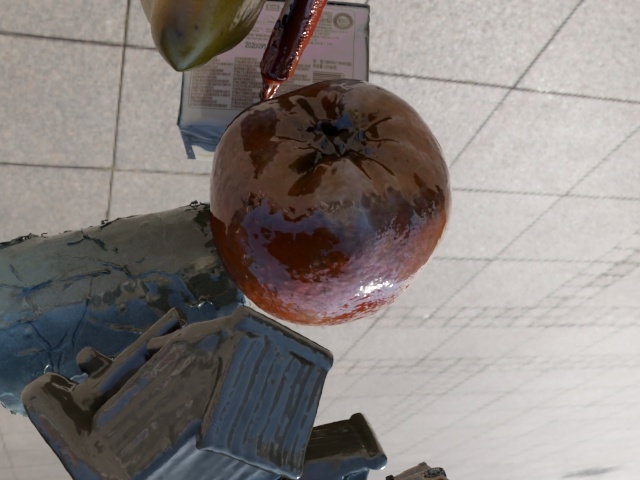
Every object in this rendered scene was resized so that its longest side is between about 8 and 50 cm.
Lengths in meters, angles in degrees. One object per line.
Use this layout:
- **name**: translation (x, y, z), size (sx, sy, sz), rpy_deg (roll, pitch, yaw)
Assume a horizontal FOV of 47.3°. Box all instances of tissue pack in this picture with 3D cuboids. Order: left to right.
- **tissue pack**: translation (-0.054, -0.198, 0.908), size (0.225, 0.185, 0.124), rpy_deg (3, 164, -2)

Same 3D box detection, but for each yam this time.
- **yam**: translation (-0.255, 0.081, 0.918), size (0.348, 0.241, 0.241), rpy_deg (-14, 154, 1)

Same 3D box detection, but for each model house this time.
- **model house**: translation (-0.062, 0.134, 0.504), size (0.188, 0.122, 0.229), rpy_deg (-37, 124, 15)

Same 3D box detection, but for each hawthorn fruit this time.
- **hawthorn fruit**: translation (0.007, -0.018, 0.700), size (0.231, 0.263, 0.235), rpy_deg (14, -158, 41)

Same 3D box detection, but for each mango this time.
- **mango**: translation (-0.095, -0.230, 0.632), size (0.109, 0.262, 0.157), rpy_deg (20, 122, -28)

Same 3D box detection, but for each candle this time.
- **candle**: translation (-0.027, -0.203, 0.744), size (0.048, 0.053, 0.162), rpy_deg (28, 124, 1)

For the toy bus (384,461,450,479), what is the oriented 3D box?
- **toy bus**: translation (0.163, 0.404, 1.087), size (0.103, 0.091, 0.182), rpy_deg (-17, -177, -15)
